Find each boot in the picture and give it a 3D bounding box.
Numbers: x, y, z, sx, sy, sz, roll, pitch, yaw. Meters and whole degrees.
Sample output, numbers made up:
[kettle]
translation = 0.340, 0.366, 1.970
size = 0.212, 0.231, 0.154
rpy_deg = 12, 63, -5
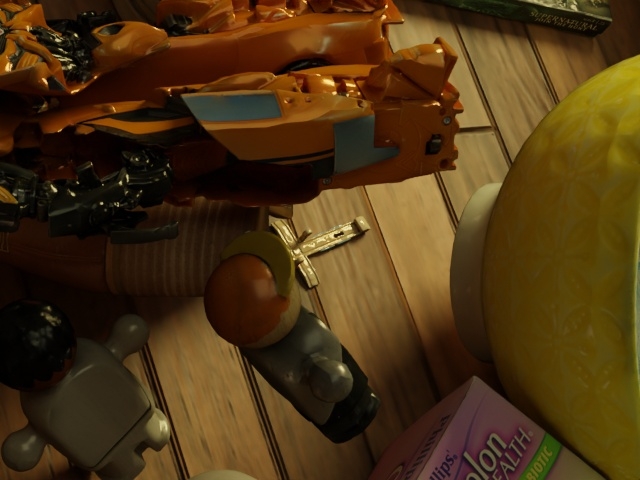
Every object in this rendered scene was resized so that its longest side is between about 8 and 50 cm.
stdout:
[boot]
translation = -0.125, -0.052, 1.162
size = 0.220, 0.109, 0.283
rpy_deg = 8, 32, 6

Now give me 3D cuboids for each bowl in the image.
[bowl]
translation = 0.172, 0.024, 1.216
size = 0.289, 0.156, 0.289
rpy_deg = -7, 98, -60

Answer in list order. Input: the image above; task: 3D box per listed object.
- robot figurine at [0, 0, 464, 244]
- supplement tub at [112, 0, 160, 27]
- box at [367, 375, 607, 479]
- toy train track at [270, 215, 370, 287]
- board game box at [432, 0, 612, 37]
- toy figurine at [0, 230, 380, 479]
[robot figurine]
translation = -0.085, -0.081, 1.031
size = 0.291, 0.085, 0.211
rpy_deg = -5, 33, -15
[supplement tub]
translation = -0.041, -0.207, 1.225
size = 0.144, 0.200, 0.144
rpy_deg = 14, 54, -21
[box]
translation = 0.108, 0.241, 1.097
size = 0.243, 0.117, 0.213
rpy_deg = 39, 51, -5
[toy train track]
translation = 0.000, 0.000, 1.247
size = 0.083, 0.014, 0.048
rpy_deg = -22, 75, -37
[board game box]
translation = 0.120, -0.220, 1.439
size = 0.186, 0.026, 0.126
rpy_deg = 8, 58, -25
[toy figurine]
translation = -0.083, 0.114, 0.990
size = 0.148, 0.213, 0.209
rpy_deg = 51, 36, -46
